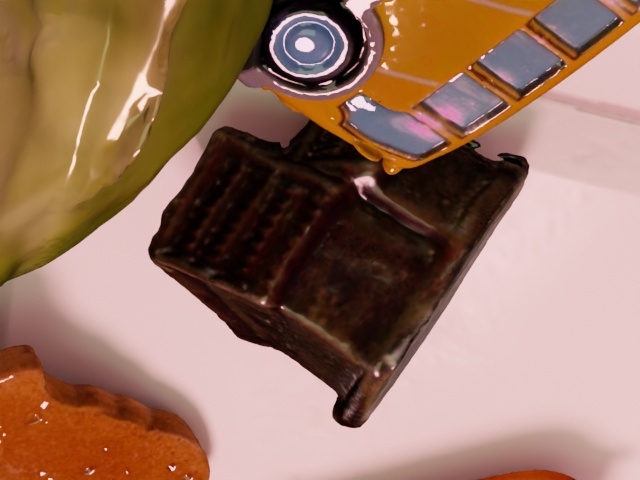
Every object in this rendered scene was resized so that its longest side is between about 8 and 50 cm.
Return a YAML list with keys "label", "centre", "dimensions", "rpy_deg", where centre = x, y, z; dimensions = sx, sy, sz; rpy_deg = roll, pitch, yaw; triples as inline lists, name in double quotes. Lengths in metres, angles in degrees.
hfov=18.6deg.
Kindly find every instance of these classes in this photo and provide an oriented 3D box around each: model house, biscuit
- label: "model house"
  centre: [0.004, -0.006, 1.009]
  dimensions: [0.152, 0.106, 0.165]
  rpy_deg: [33, 87, 0]
- label: "biscuit"
  centre: [-0.200, 0.133, 1.111]
  dimensions: [0.280, 0.043, 0.183]
  rpy_deg: [0, 125, -15]

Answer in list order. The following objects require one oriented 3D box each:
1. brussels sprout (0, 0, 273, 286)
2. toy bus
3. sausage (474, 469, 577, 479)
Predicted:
- label: "brussels sprout"
  centre: [-0.233, -0.123, 0.800]
  dimensions: [0.425, 0.342, 0.361]
  rpy_deg: [7, 119, 6]
- label: "toy bus"
  centre: [0.064, -0.125, 0.894]
  dimensions: [0.209, 0.126, 0.136]
  rpy_deg: [-36, 121, 27]
- label: "sausage"
  centre: [0.063, 0.182, 1.133]
  dimensions: [0.234, 0.071, 0.071]
  rpy_deg: [-16, 120, 19]
